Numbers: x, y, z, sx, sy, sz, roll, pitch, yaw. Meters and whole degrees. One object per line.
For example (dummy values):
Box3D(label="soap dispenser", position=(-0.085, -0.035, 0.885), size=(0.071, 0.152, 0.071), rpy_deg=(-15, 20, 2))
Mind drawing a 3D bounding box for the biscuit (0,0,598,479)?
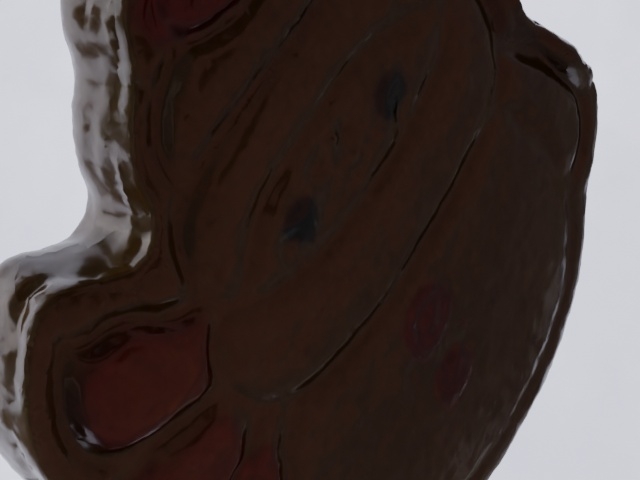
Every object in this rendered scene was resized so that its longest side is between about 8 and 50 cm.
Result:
Box3D(label="biscuit", position=(0.000, 0.000, 0.855), size=(0.359, 0.074, 0.381), rpy_deg=(-54, -41, -24))
